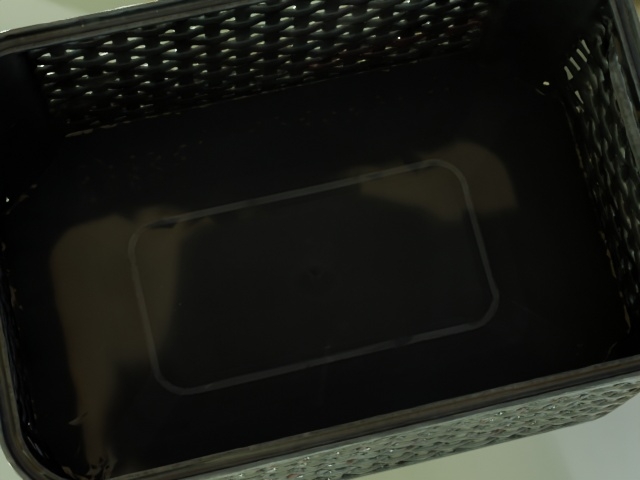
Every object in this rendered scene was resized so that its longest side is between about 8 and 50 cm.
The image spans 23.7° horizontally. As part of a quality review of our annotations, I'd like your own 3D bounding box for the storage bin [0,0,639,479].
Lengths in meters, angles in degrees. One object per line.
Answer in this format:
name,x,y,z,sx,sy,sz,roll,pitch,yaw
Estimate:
storage bin,0.000,0.000,0.414,0.180,0.084,0.122,-12,-105,-7
